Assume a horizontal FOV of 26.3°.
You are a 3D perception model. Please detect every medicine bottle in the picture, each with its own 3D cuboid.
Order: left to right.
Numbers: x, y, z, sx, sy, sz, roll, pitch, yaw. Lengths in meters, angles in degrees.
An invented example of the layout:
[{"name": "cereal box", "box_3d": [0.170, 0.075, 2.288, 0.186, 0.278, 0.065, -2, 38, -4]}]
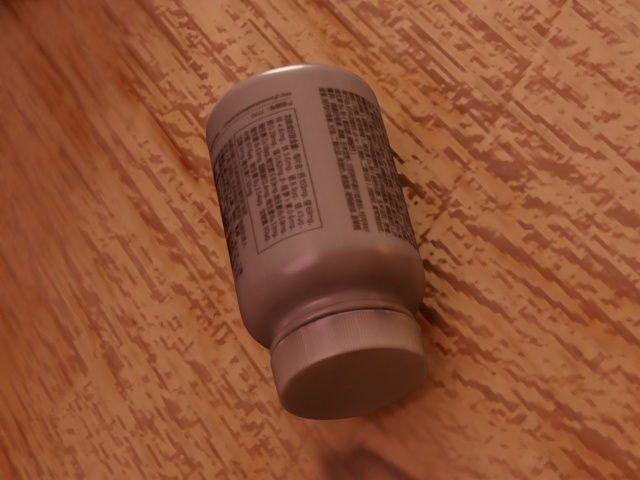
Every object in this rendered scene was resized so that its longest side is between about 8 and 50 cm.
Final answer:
[{"name": "medicine bottle", "box_3d": [0.000, 0.000, 0.581, 0.079, 0.079, 0.140, -28, 56, 23]}]
